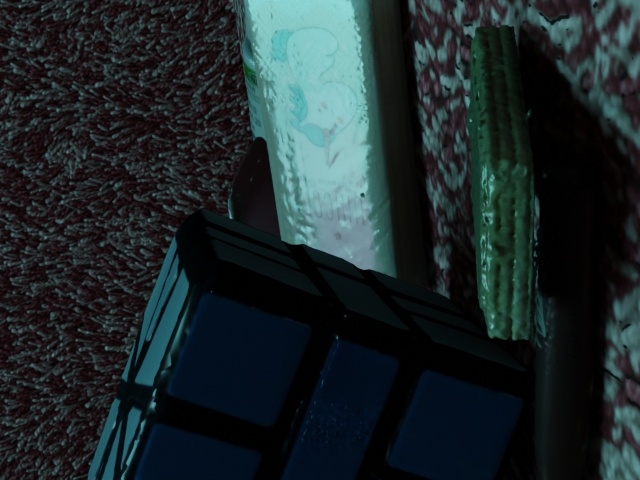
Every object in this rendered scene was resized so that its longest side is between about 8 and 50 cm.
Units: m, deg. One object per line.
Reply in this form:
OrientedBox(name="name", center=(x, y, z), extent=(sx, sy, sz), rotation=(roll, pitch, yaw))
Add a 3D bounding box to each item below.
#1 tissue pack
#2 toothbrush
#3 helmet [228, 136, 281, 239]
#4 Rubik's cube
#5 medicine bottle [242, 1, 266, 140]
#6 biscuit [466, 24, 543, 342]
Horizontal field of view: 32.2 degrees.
OrientedBox(name="tissue pack", center=(0.019, -0.100, 1.143), extent=(0.170, 0.071, 0.325), rotation=(9, 116, 39))
OrientedBox(name="toothbrush", center=(0.159, 0.116, 0.724), extent=(0.041, 0.040, 0.364), rotation=(-112, 15, -60))
OrientedBox(name="helmet", center=(0.000, 0.000, 1.345), extent=(0.198, 0.154, 0.253), rotation=(-67, -28, -53))
OrientedBox(name="Rubik's cube", center=(-0.028, 0.160, 0.935), extent=(0.293, 0.283, 0.288), rotation=(-143, 72, -75))
OrientedBox(name="medicine bottle", center=(-0.030, -0.224, 1.374), extent=(0.139, 0.139, 0.237), rotation=(-108, 9, -49))
OrientedBox(name="biscuit", center=(0.111, -0.042, 0.687), extent=(0.199, 0.040, 0.121), rotation=(-81, -11, -57))
